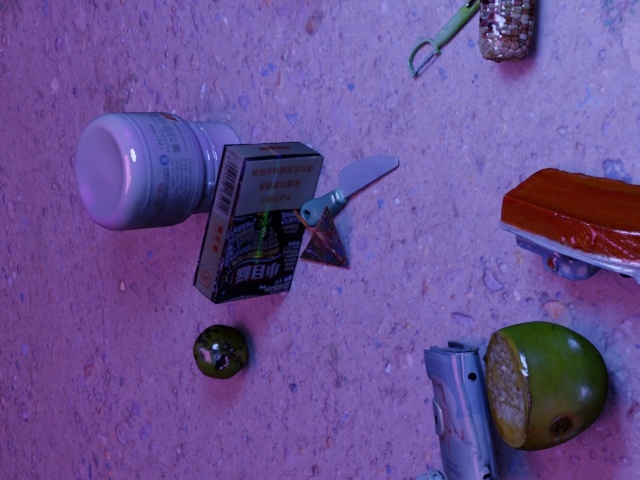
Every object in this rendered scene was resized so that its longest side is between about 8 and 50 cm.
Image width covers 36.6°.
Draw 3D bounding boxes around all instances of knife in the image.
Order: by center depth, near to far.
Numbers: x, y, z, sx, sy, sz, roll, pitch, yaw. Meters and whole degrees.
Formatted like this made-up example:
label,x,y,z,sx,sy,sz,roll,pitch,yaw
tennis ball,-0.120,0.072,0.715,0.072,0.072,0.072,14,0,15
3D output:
label,x,y,z,sx,sy,sz,roll,pitch,yaw
knife,0.212,-0.359,1.628,0.212,0.015,0.054,-43,56,42
knife,0.051,-0.104,1.827,0.260,0.034,0.063,-36,70,39

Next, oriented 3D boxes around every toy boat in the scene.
label,x,y,z,sx,sy,sz,roll,pitch,yaw
toy boat,0.416,0.004,1.370,0.331,0.145,0.133,21,133,46

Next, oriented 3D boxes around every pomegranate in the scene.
label,x,y,z,sx,sy,sz,roll,pitch,yaw
pomegranate,0.341,0.219,1.474,0.241,0.159,0.190,129,134,-72
pomegranate,-0.218,0.249,2.111,0.122,0.122,0.161,61,161,22

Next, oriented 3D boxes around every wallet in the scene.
label,x,y,z,sx,sy,sz,roll,pitch,yaw
wallet,0.236,0.296,1.593,0.176,0.075,0.251,171,90,-81

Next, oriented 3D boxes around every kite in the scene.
label,x,y,z,sx,sy,sz,roll,pitch,yaw
kite,0.000,0.000,1.873,0.159,0.010,0.190,45,143,14

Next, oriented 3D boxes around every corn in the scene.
label,x,y,z,sx,sy,sz,roll,pitch,yaw
corn,0.289,-0.401,1.487,0.086,0.086,0.254,8,99,46

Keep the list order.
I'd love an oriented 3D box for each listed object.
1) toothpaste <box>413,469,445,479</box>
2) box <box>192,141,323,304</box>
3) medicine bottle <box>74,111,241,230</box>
label,x,y,z,sx,sy,sz,roll,pitch,yaw
toothpaste,0.150,0.494,1.768,0.075,0.048,0.297,59,144,24
box,-0.124,-0.038,1.897,0.084,0.198,0.310,34,119,39
medicine bottle,-0.333,-0.149,2.033,0.241,0.301,0.241,8,101,46
